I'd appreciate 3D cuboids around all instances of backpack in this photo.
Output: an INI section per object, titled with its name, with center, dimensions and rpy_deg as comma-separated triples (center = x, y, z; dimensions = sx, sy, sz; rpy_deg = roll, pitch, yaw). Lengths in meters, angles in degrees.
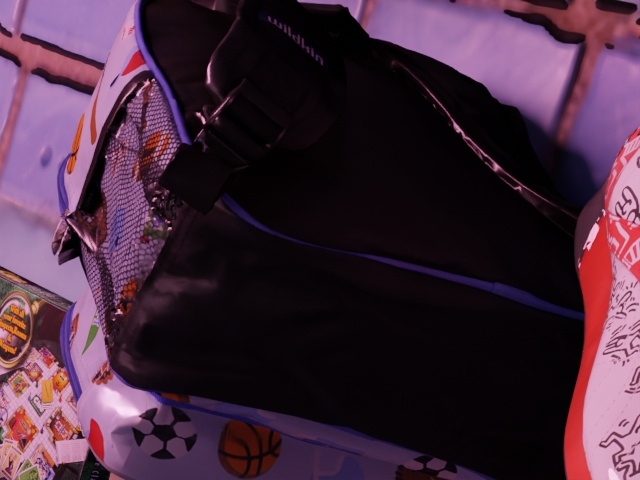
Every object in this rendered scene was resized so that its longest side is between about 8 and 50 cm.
[backpack]
center = 0.000, 0.000, 0.861
dimensions = 0.213, 0.277, 0.263
rpy_deg = -55, 30, 24

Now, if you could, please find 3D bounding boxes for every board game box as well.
[board game box]
center = -0.206, 0.096, 1.255
dimensions = 0.260, 0.030, 0.136
rpy_deg = 21, 99, 52

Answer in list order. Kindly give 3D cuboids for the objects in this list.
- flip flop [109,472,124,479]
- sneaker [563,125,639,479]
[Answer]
[flip flop]
center = -0.082, 0.083, 0.964
dimensions = 0.112, 0.080, 0.277
rpy_deg = -23, 36, 22
[sneaker]
center = 0.149, 0.014, 0.598
dimensions = 0.270, 0.090, 0.145
rpy_deg = -85, 21, -56
